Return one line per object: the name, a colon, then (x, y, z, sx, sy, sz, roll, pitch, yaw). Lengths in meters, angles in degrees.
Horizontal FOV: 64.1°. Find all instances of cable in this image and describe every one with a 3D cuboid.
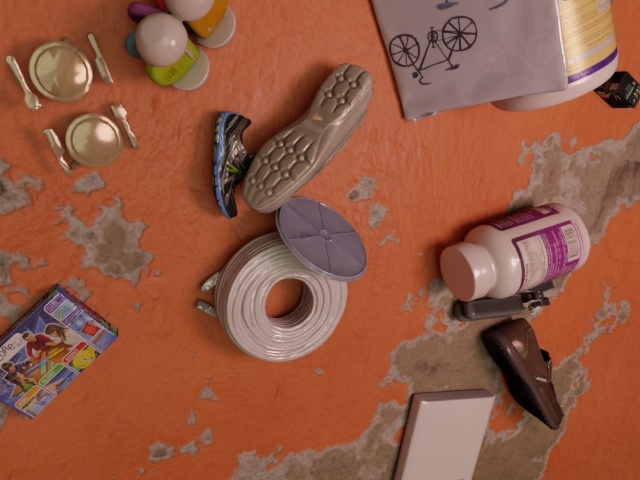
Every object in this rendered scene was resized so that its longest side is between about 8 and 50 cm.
cable: (-0.072, 0.107, 0.989, 0.257, 0.089, 0.257, -48, 118, -4)

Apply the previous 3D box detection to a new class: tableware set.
tableware set: (-0.378, -0.206, 0.791, 0.128, 0.039, 0.194, -30, 122, -26)

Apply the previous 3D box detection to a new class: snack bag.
snack bag: (0.249, -0.389, 0.876, 0.037, 0.323, 0.343, -46, 123, -43)

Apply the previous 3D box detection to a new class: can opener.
can opener: (0.453, 0.148, 1.253, 0.280, 0.074, 0.093, -7, 74, -23)

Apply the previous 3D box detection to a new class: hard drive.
hard drive: (0.307, 0.555, 1.317, 0.233, 0.047, 0.353, 4, 105, -24)

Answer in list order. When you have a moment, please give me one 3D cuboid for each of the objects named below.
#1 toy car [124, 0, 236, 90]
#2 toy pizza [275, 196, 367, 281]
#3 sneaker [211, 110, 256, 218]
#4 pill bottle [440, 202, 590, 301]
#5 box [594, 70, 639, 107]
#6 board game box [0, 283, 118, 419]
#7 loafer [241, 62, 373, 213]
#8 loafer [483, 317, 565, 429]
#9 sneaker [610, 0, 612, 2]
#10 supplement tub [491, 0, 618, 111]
toy car: (-0.224, -0.329, 0.774, 0.136, 0.159, 0.182, 32, 92, 7)
toy pizza: (0.000, 0.000, 0.945, 0.201, 0.201, 0.032, 21, 128, -27)
sneaker: (-0.151, -0.128, 0.895, 0.078, 0.067, 0.188, 1, 102, -18)
pill bottle: (0.427, 0.031, 1.140, 0.301, 0.169, 0.169, -16, 112, -18)
box: (0.703, -0.353, 1.202, 0.083, 0.062, 0.052, 25, 94, -28)
board game box: (-0.471, 0.191, 0.872, 0.201, 0.035, 0.136, -44, 118, -6)
loafer: (-0.014, -0.170, 0.912, 0.319, 0.112, 0.111, -48, 159, -7)
loafer: (0.554, 0.343, 1.309, 0.130, 0.134, 0.366, -38, 117, -8)
sneaker: (0.646, -0.579, 1.121, 0.058, 0.052, 0.135, 17, 106, -37)
supplement tub: (0.394, -0.436, 0.941, 0.241, 0.241, 0.331, -30, 116, -12)
